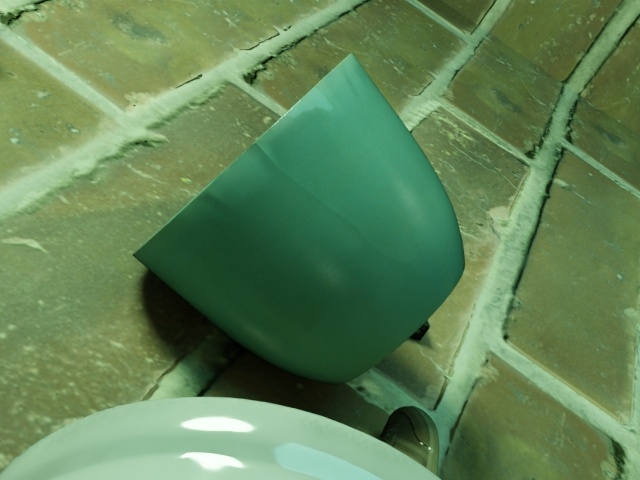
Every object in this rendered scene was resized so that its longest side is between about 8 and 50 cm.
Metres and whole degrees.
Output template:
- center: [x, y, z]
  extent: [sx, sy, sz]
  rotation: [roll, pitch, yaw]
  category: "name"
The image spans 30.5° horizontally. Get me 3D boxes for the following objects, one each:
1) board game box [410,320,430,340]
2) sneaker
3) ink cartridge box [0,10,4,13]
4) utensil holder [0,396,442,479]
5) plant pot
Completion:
- center: [0.036, 0.045, 1.399]
  extent: [0.186, 0.026, 0.126]
  rotation: [21, 29, -25]
  category: "board game box"
- center: [0.068, 0.212, 1.103]
  extent: [0.071, 0.066, 0.188]
  rotation: [26, 26, -14]
  category: "sneaker"
- center: [-0.498, -0.363, 1.231]
  extent: [0.272, 0.130, 0.309]
  rotation: [26, 10, 17]
  category: "ink cartridge box"
- center: [-0.071, 0.308, 0.488]
  extent: [0.328, 0.327, 0.385]
  rotation: [30, 28, -8]
  category: "utensil holder"
- center: [0.000, 0.000, 1.164]
  extent: [0.235, 0.293, 0.293]
  rotation: [48, 25, -6]
  category: "plant pot"
